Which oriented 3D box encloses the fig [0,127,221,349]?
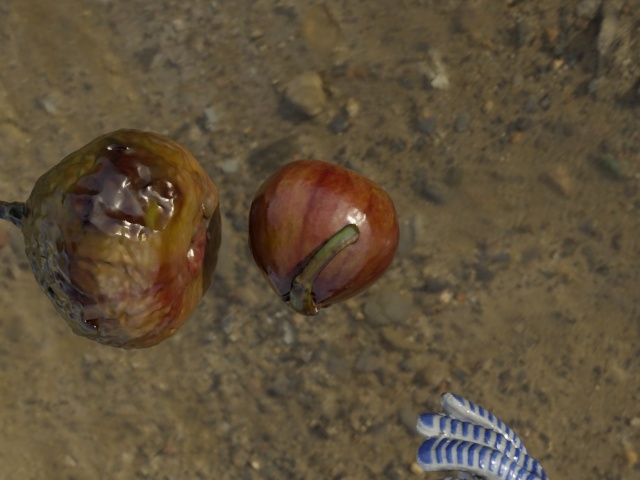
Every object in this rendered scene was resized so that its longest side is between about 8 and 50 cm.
[{"bbox_3d":[-0.318,-0.006,1.492,0.368,0.286,0.286,3,114,23],"label":"fig"}]

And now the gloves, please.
[{"bbox_3d":[0.147,0.224,0.893,0.229,0.097,0.119,62,170,12],"label":"gloves"}]

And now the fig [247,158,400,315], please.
[{"bbox_3d":[-0.001,0.000,1.399,0.205,0.205,0.205,13,119,25],"label":"fig"}]
